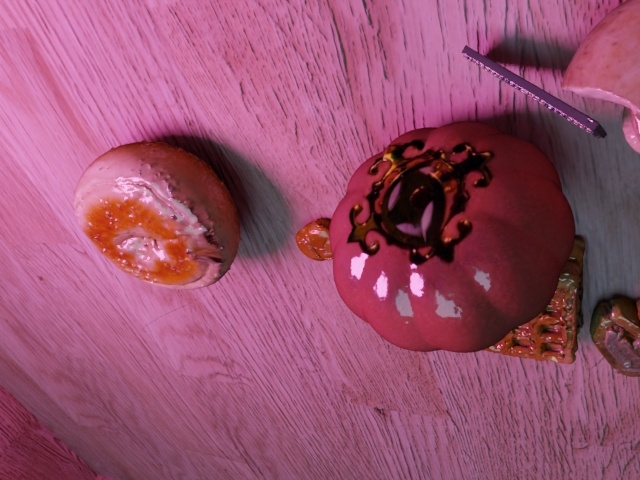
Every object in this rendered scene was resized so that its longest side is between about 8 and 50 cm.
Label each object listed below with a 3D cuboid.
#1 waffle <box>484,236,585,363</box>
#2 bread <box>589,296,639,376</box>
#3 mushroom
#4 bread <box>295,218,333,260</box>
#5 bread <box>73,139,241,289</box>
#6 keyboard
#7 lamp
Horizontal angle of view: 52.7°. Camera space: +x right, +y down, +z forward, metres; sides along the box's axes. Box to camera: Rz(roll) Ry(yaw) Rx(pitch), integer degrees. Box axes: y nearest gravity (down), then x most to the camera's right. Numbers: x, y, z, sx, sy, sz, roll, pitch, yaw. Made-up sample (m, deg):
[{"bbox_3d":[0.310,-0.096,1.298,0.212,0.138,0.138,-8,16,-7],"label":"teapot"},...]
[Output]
[{"bbox_3d":[0.246,0.086,1.016,0.308,0.091,0.212,5,137,25],"label":"waffle"},{"bbox_3d":[0.476,0.149,0.979,0.156,0.064,0.118,42,138,-21],"label":"bread"},{"bbox_3d":[0.385,-0.151,0.622,0.254,0.195,0.189,42,111,5],"label":"mushroom"},{"bbox_3d":[0.000,0.000,1.094,0.083,0.046,0.081,10,136,22],"label":"bread"},{"bbox_3d":[-0.266,-0.044,1.103,0.306,0.158,0.305,17,139,16],"label":"bread"},{"bbox_3d":[0.234,-0.164,0.714,0.176,0.055,0.014,42,111,27],"label":"keyboard"},{"bbox_3d":[0.164,0.002,0.816,0.306,0.305,0.240,-6,150,34],"label":"lamp"}]
